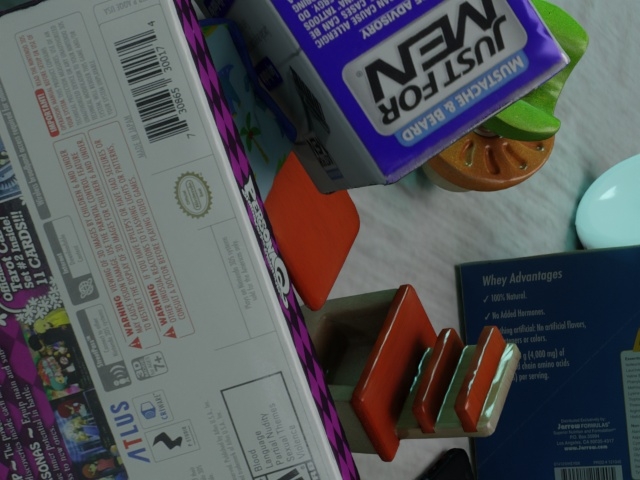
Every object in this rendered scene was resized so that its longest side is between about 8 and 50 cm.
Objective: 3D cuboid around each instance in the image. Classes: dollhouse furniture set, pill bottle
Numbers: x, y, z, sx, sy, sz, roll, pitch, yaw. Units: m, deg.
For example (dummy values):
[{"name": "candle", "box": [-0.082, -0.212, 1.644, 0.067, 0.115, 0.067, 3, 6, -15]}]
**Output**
[{"name": "dollhouse furniture set", "box": [0.000, 0.000, 0.979, 0.259, 0.135, 0.262, 60, 38, -32]}, {"name": "pill bottle", "box": [0.321, 0.049, 1.500, 0.246, 0.130, 0.130, 59, 39, -34]}]

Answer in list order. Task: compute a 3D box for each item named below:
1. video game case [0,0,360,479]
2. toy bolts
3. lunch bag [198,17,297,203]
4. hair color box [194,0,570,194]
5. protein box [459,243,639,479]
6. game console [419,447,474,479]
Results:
[{"name": "video game case", "box": [-0.118, 0.028, 0.694, 0.042, 0.210, 0.232, -61, 132, -76]}, {"name": "toy bolts", "box": [0.087, -0.162, 1.208, 0.218, 0.158, 0.228, 29, 61, -5]}, {"name": "lunch bag", "box": [-0.106, -0.028, 0.796, 0.096, 0.151, 0.129, 60, 38, -31]}, {"name": "hair color box", "box": [-0.037, -0.188, 0.806, 0.339, 0.110, 0.185, 58, -7, -5]}, {"name": "protein box", "box": [0.225, 0.107, 1.262, 0.136, 0.199, 0.201, 3, 81, -59]}, {"name": "game console", "box": [0.117, 0.226, 1.174, 0.124, 0.085, 0.144, -35, 114, -55]}]
